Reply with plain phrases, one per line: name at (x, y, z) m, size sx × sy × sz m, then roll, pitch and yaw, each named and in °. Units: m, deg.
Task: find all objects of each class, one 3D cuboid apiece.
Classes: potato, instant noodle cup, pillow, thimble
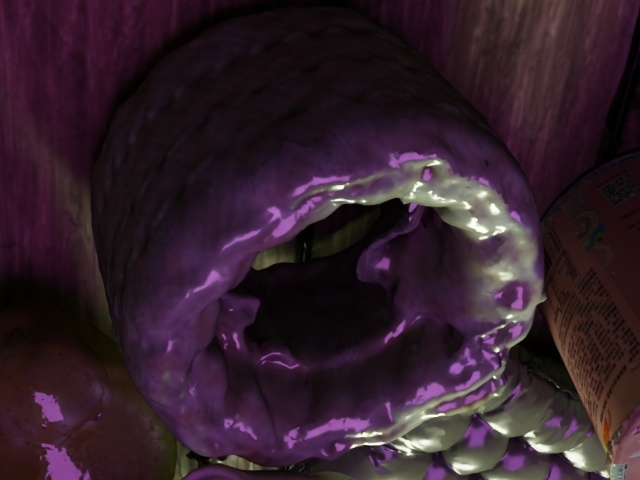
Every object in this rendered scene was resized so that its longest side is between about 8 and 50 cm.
potato at (-0.192, 0.134, 1.043) m, size 0.157 × 0.157 × 0.194 m, roll -20°, pitch 130°, yaw -5°
instant noodle cup at (0.289, 0.070, 1.124) m, size 0.243 × 0.231 × 0.243 m, roll -10°, pitch 130°, yaw -13°
pillow at (0.144, 0.177, 1.246) m, size 0.326 × 0.101 × 0.228 m, roll 27°, pitch 117°, yaw -34°
thimble at (0.000, 0.000, 0.978) m, size 0.292 × 0.195 × 0.291 m, roll -11°, pitch 132°, yaw -13°

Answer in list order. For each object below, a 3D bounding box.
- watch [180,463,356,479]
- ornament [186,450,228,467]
watch at (-0.041, 0.259, 1.015) m, size 0.211 × 0.248 × 0.217 m, roll 10°, pitch 100°, yaw -33°
ornament at (-0.121, 0.219, 1.193) m, size 0.166 × 0.153 × 0.196 m, roll 15°, pitch 96°, yaw -32°
